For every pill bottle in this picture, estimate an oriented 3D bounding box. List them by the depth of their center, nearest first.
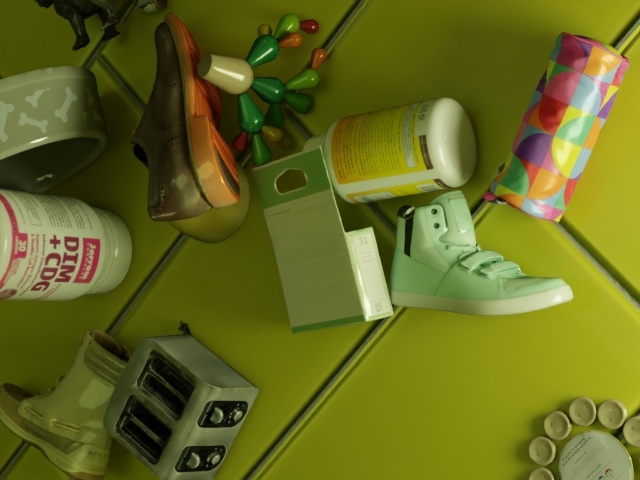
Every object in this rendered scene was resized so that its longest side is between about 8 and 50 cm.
[{"bbox_3d":[0.086,-0.113,1.806,0.215,0.117,0.117,-9,83,32],"label":"pill bottle"},{"bbox_3d":[-0.418,0.009,2.029,0.160,0.283,0.160,-2,86,33],"label":"pill bottle"}]

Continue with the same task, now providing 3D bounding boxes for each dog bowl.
[{"bbox_3d":[-0.474,-0.132,2.051,0.349,0.349,0.102,-29,82,29],"label":"dog bowl"}]

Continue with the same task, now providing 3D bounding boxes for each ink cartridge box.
[{"bbox_3d":[0.000,0.000,1.840,0.171,0.056,0.235,-14,88,54],"label":"ink cartridge box"}]

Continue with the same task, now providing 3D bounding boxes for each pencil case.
[{"bbox_3d":[0.287,-0.136,1.690,0.104,0.104,0.236,32,103,30],"label":"pencil case"}]

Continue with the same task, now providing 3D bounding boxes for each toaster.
[{"bbox_3d":[-0.204,0.232,1.981,0.186,0.110,0.168,36,105,30],"label":"toaster"}]

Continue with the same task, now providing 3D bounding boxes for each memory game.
[{"bbox_3d":[0.335,0.281,1.684,0.186,0.012,0.186,-2,87,34],"label":"memory game"}]

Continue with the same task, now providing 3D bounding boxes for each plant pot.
[{"bbox_3d":[-0.183,-0.065,1.992,0.134,0.095,0.134,-2,87,33],"label":"plant pot"}]

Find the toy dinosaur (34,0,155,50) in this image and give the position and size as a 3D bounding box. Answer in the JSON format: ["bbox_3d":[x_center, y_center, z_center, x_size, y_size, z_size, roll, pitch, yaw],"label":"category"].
[{"bbox_3d":[-0.339,-0.387,2.055,0.313,0.121,0.160,-29,91,51],"label":"toy dinosaur"}]

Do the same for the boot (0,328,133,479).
[{"bbox_3d":[-0.384,0.223,2.111,0.262,0.095,0.203,28,97,42],"label":"boot"}]

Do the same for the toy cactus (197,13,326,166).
[{"bbox_3d":[-0.089,-0.219,1.900,0.112,0.180,0.219,23,96,52],"label":"toy cactus"}]

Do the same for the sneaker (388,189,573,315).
[{"bbox_3d":[0.195,0.014,1.737,0.256,0.094,0.151,3,95,36],"label":"sneaker"}]

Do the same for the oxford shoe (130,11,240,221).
[{"bbox_3d":[-0.211,-0.180,1.937,0.133,0.130,0.363,-22,48,9],"label":"oxford shoe"}]

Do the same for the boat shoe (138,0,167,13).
[{"bbox_3d":[-0.272,-0.408,2.096,0.045,0.050,0.135,-18,78,26],"label":"boat shoe"}]
